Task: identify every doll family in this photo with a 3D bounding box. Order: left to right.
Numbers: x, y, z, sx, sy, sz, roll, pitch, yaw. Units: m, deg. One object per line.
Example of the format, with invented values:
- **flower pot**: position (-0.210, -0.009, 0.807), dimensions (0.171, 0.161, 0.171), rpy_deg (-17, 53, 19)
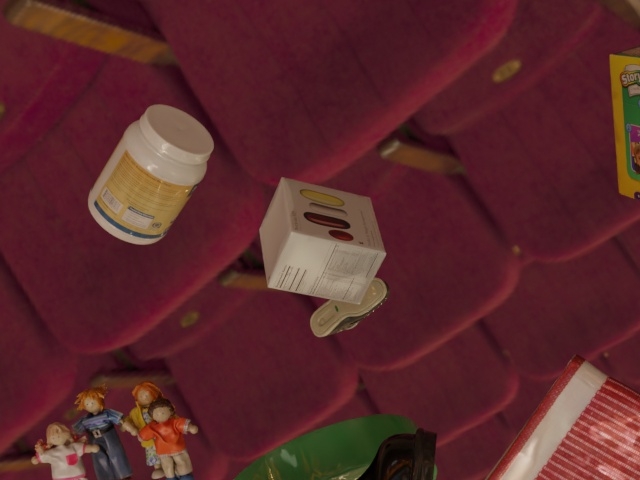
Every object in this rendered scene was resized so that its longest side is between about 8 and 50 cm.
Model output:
- **doll family**: position (-0.315, 0.307, 1.524), dimensions (0.263, 0.163, 0.118), rpy_deg (-13, -172, 4)

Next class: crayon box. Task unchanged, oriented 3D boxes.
- **crayon box**: position (0.736, -0.213, 1.909), dimensions (0.106, 0.313, 0.363), rpy_deg (-17, -159, -18)

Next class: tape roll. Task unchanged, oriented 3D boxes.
- **tape roll**: position (0.015, 0.375, 1.447), dimensions (0.321, 0.077, 0.321), rpy_deg (-18, 149, -11)

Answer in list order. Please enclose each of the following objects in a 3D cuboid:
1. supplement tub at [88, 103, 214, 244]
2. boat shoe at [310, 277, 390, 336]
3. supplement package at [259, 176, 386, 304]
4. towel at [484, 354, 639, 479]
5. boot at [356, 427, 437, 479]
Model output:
- **supplement tub**: position (-0.274, -0.107, 1.569), dimensions (0.144, 0.144, 0.199), rpy_deg (2, 135, -47)
- **boat shoe**: position (0.077, 0.149, 2.197), dimensions (0.079, 0.084, 0.233), rpy_deg (7, 147, -44)
- **supplement package**: position (0.000, 0.000, 1.972), dimensions (0.203, 0.194, 0.149), rpy_deg (12, 125, -19)
- **towel**: position (0.300, 0.291, 0.860), dimensions (0.237, 0.329, 0.037), rpy_deg (-57, 162, 8)
- **boot**: position (-0.017, 0.348, 1.185), dimensions (0.260, 0.131, 0.348), rpy_deg (18, 116, -2)
